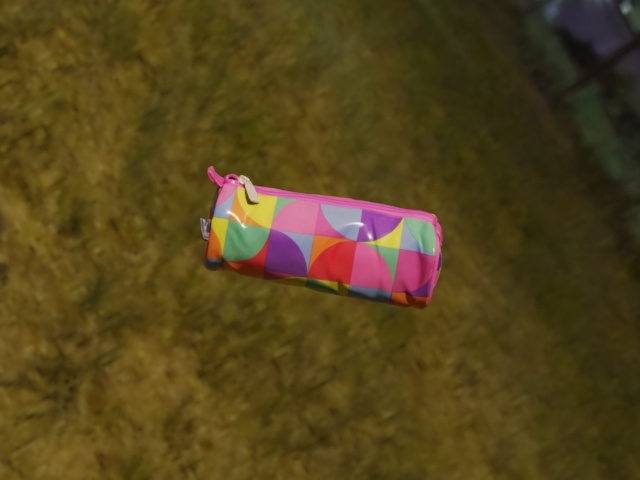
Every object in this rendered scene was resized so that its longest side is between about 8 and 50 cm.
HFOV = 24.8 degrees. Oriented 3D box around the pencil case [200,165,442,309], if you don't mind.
[{"bbox_3d":[0.000,0.000,1.388,0.104,0.236,0.104,-169,-90,-89],"label":"pencil case"}]
